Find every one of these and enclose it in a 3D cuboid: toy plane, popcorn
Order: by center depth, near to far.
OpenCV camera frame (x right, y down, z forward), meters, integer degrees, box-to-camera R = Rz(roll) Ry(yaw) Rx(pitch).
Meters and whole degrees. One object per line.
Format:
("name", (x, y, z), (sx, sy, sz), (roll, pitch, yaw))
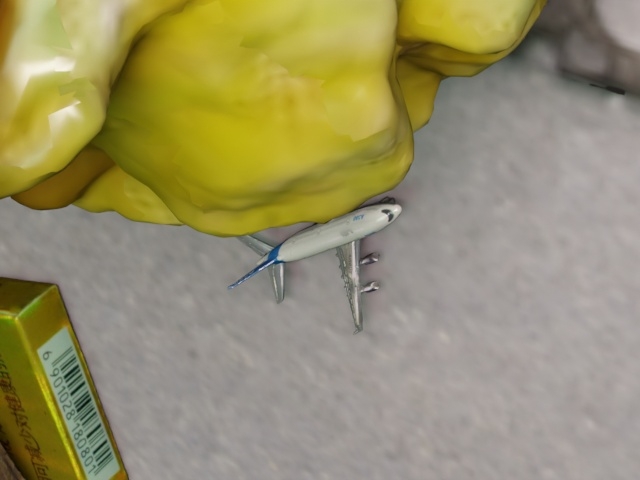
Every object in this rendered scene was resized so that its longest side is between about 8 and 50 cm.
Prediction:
("popcorn", (-0.073, -0.116, 0.408), (0.258, 0.270, 0.224), (30, 96, 50))
("toy plane", (0.001, -0.001, 0.591), (0.084, 0.024, 0.078), (-25, 103, 39))

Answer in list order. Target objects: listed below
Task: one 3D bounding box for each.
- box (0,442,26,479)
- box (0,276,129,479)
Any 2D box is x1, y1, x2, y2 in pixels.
("box", (-0.210, 0.210, 0.801), (0.184, 0.143, 0.273), (10, 137, 31))
("box", (-0.185, 0.068, 0.783), (0.193, 0.030, 0.121), (7, 125, 35))
